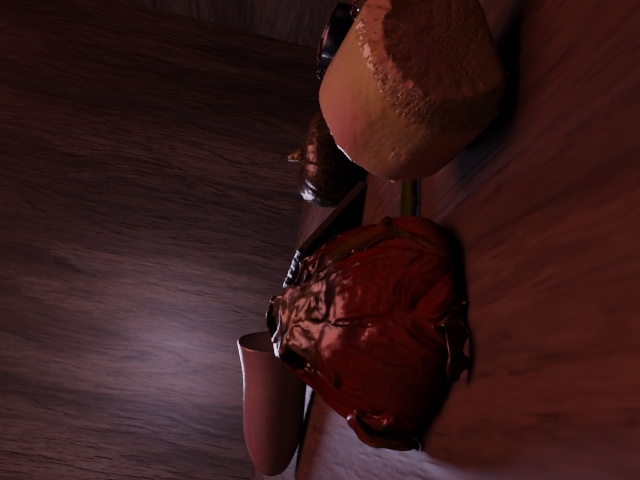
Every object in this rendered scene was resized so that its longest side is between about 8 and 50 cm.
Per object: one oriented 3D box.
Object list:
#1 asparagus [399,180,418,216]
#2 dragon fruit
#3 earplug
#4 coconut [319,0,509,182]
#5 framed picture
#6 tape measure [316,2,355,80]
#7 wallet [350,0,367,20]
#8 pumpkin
[{"bbox_3d":[0.110,-0.102,0.641,0.024,0.025,0.249,84,-169,-56],"label":"asparagus"},{"bbox_3d":[0.024,0.073,0.492,0.224,0.148,0.219,-86,11,-51],"label":"dragon fruit"},{"bbox_3d":[-0.105,0.369,1.138,0.172,0.172,0.302,-134,48,-83],"label":"earplug"},{"bbox_3d":[0.076,-0.131,0.455,0.153,0.146,0.147,128,153,-66],"label":"coconut"},{"bbox_3d":[0.001,0.001,1.061,0.192,0.018,0.265,-47,-7,-22],"label":"framed picture"},{"bbox_3d":[0.068,-0.616,1.605,0.202,0.134,0.223,-69,-1,-52],"label":"tape measure"},{"bbox_3d":[0.123,-0.378,0.672,0.169,0.044,0.317,-46,12,6],"label":"wallet"},{"bbox_3d":[0.011,-0.177,1.098,0.219,0.162,0.219,-171,90,-87],"label":"pumpkin"}]
